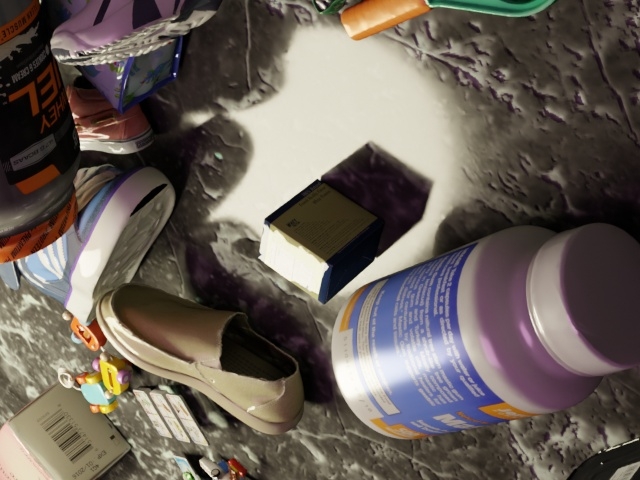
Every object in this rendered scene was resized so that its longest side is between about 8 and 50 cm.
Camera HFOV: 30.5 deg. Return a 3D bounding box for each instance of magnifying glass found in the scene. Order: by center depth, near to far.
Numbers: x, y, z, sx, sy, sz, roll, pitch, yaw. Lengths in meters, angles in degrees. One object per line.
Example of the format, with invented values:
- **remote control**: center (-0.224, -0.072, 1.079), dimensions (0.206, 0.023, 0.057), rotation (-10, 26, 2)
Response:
- **magnifying glass**: center (0.099, -0.198, 0.896), dimensions (0.231, 0.026, 0.092), rotation (-12, 111, 51)

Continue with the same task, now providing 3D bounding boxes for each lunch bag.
- **lunch bag**: center (-0.197, -0.222, 1.125), dimensions (0.129, 0.096, 0.151), rotation (42, 152, 12)

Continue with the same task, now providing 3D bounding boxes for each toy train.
- **toy train**: center (-0.303, 0.162, 1.599), dimensions (0.125, 0.046, 0.166), rotation (42, 139, 14)

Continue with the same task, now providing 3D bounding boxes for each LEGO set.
- **LEGO set**: center (-0.142, 0.292, 1.556), dimensions (0.244, 0.060, 0.182), rotation (61, 154, -10)

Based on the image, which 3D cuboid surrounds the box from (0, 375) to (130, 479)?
- **box**: center (-0.409, 0.329, 1.776), dimensions (0.148, 0.127, 0.232), rotation (48, 143, 3)

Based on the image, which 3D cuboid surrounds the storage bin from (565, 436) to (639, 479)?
- **storage bin**: center (0.276, 0.229, 0.985), dimensions (0.084, 0.122, 0.180), rotation (51, 143, 1)

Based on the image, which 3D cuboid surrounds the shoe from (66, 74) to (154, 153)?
- **shoe**: center (-0.262, -0.144, 1.288), dimensions (0.178, 0.063, 0.081), rotation (6, 123, 37)

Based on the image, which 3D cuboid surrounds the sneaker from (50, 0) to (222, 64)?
- **sneaker**: center (-0.145, -0.255, 0.994), dimensions (0.235, 0.094, 0.153), rotation (-25, 88, 20)

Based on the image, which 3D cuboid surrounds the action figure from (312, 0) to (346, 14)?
- **action figure**: center (0.030, -0.268, 0.879), dimensions (0.137, 0.063, 0.232), rotation (42, 141, 26)

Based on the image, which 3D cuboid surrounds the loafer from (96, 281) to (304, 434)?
- **loafer**: center (-0.128, 0.115, 1.332), dimensions (0.268, 0.102, 0.092), rotation (28, 127, 5)

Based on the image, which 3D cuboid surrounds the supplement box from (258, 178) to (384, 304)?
- **supplement box**: center (0.000, 0.000, 1.113), dimensions (0.083, 0.083, 0.056), rotation (34, 139, 21)

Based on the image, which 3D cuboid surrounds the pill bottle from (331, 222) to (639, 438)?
- **pill bottle**: center (0.143, 0.075, 0.970), dimensions (0.272, 0.152, 0.152), rotation (-24, 102, 53)

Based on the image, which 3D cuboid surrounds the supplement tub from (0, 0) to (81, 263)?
- **supplement tub**: center (-0.348, -0.144, 1.136), dimensions (0.193, 0.193, 0.316), rotation (20, 135, 35)

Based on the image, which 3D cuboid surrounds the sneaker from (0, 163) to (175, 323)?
- **sneaker**: center (-0.309, -0.050, 1.354), dimensions (0.236, 0.130, 0.323), rotation (43, 148, 4)
